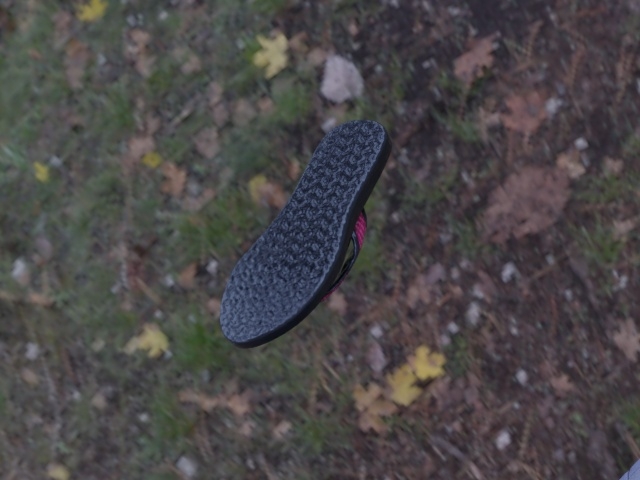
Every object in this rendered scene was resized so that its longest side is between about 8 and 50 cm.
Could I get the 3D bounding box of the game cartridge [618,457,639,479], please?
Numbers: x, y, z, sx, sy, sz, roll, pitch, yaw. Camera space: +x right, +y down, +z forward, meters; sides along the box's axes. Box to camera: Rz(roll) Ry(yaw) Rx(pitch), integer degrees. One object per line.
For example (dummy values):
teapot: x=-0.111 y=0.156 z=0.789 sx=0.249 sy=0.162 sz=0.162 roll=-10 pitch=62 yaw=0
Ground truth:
game cartridge: x=0.450 y=0.320 z=1.394 sx=0.230 sy=0.355 sz=0.068 roll=-55 pitch=8 yaw=25

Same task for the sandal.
sandal: x=0.000 y=0.000 z=0.861 sx=0.067 sy=0.040 sz=0.179 roll=5 pitch=49 yaw=33
